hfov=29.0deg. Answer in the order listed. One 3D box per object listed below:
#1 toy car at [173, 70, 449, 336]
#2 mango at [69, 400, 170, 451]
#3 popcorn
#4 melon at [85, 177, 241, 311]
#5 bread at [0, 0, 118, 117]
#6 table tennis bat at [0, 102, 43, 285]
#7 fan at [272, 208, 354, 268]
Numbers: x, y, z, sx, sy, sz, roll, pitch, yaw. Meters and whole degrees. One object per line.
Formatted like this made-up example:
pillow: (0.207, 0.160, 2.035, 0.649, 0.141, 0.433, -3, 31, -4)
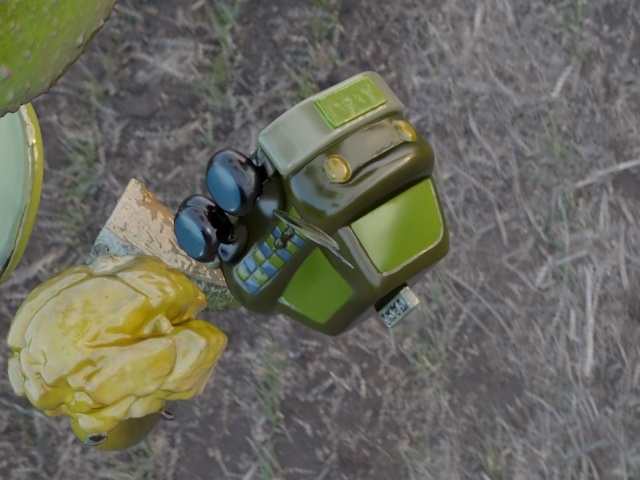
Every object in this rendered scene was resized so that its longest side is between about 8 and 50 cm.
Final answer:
toy car: (0.011, -0.008, 1.092, 0.204, 0.248, 0.198, -30, 80, -36)
mango: (-0.187, 0.140, 1.168, 0.103, 0.161, 0.076, -26, 60, -30)
popcorn: (-0.156, 0.080, 0.958, 0.167, 0.148, 0.152, -8, 103, -2)
melon: (-0.137, 0.023, 1.239, 0.182, 0.054, 0.098, 35, 50, -8)
bread: (-0.100, -0.119, 0.338, 0.033, 0.228, 0.228, 22, 73, 19)
table tennis bat: (-0.328, -0.115, 1.216, 0.224, 0.054, 0.368, 19, 96, 42)
fan: (-0.008, -0.005, 0.907, 0.003, 0.060, 0.080, -59, 19, 8)
